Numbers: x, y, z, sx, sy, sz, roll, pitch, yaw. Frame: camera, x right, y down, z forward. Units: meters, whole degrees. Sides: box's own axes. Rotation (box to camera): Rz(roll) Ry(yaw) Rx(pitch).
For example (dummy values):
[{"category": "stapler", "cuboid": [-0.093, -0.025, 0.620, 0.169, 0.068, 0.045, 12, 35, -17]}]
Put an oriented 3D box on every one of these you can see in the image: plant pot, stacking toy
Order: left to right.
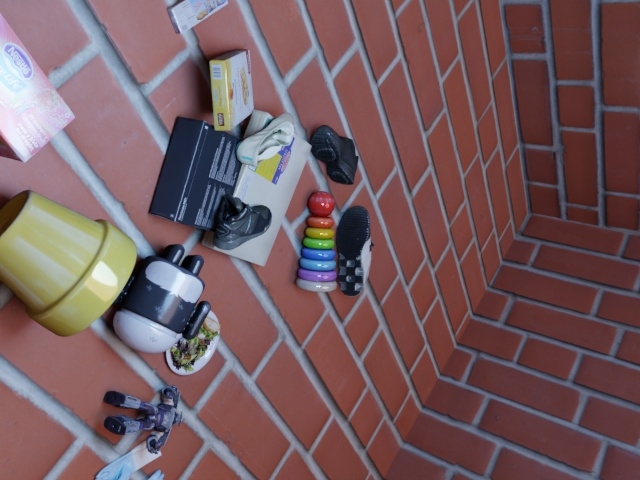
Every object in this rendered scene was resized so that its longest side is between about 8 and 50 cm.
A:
[{"category": "plant pot", "cuboid": [-0.553, 0.031, 1.308, 0.239, 0.254, 0.254, 44, 66, -34]}, {"category": "stacking toy", "cuboid": [0.000, 0.000, 2.133, 0.141, 0.141, 0.330, -4, 102, -53]}]

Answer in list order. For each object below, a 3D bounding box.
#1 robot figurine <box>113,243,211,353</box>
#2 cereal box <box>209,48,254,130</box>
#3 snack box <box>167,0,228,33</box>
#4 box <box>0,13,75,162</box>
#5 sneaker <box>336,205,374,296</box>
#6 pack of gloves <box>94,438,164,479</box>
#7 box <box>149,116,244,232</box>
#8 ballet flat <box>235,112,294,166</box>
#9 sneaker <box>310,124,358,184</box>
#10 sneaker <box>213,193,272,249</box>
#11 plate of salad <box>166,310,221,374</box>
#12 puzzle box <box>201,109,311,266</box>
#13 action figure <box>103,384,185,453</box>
[{"category": "robot figurine", "cuboid": [-0.401, 0.147, 1.603, 0.173, 0.209, 0.278, 69, 45, -70]}, {"category": "cereal box", "cuboid": [-0.225, -0.394, 1.649, 0.240, 0.047, 0.172, -68, 159, -65]}, {"category": "snack box", "cuboid": [-0.302, -0.583, 1.585, 0.178, 0.022, 0.064, -48, 136, -33]}, {"category": "box", "cuboid": [-0.614, -0.304, 1.153, 0.142, 0.154, 0.300, -53, 139, -27]}, {"category": "sneaker", "cuboid": [0.131, 0.029, 2.349, 0.146, 0.123, 0.330, -27, 124, -68]}, {"category": "pack of gloves", "cuboid": [-0.516, 0.673, 1.750, 0.232, 0.046, 0.195, -27, 122, -46]}, {"category": "box", "cuboid": [-0.313, -0.166, 1.659, 0.184, 0.103, 0.261, 19, 88, -60]}, {"category": "ballet flat", "cuboid": [-0.126, -0.271, 1.730, 0.248, 0.086, 0.086, -44, 135, -39]}, {"category": "sneaker", "cuboid": [0.053, -0.305, 2.124, 0.130, 0.109, 0.286, -68, 154, -20]}, {"category": "sneaker", "cuboid": [-0.198, -0.071, 1.706, 0.227, 0.087, 0.130, -33, 141, -51]}, {"category": "plate of salad", "cuboid": [-0.355, 0.292, 1.822, 0.200, 0.048, 0.199, -26, 123, -47]}, {"category": "puzzle box", "cuboid": [-0.177, -0.142, 1.858, 0.272, 0.052, 0.408, 27, 84, -60]}, {"category": "action figure", "cuboid": [-0.455, 0.476, 1.712, 0.285, 0.099, 0.185, 34, 57, -58]}]
